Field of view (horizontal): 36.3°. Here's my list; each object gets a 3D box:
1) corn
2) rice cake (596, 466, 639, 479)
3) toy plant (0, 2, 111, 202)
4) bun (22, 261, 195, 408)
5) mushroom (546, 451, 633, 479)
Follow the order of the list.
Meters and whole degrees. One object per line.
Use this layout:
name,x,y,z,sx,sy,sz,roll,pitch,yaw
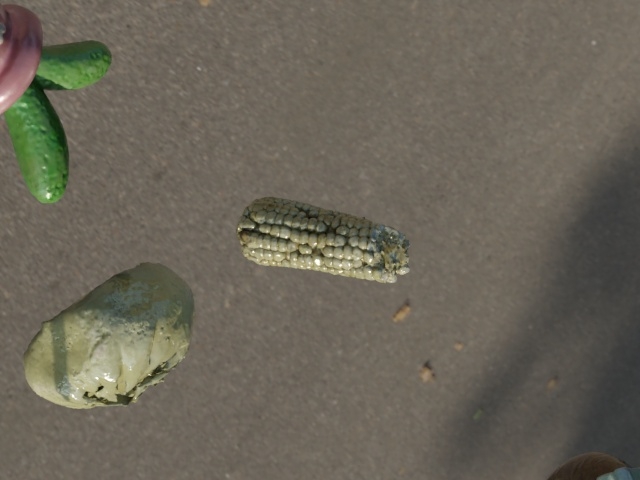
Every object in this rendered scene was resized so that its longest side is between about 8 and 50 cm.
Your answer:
corn,0.000,0.000,1.163,0.087,0.210,0.087,10,90,-68
rice cake,0.286,0.205,0.798,0.180,0.042,0.030,10,147,-43
toy plant,-0.548,-0.272,1.670,0.356,0.210,0.317,36,65,-53
bun,-0.279,0.150,1.387,0.259,0.152,0.259,-34,168,-9
mushroom,0.350,0.423,1.288,0.195,0.263,0.283,34,113,-23
